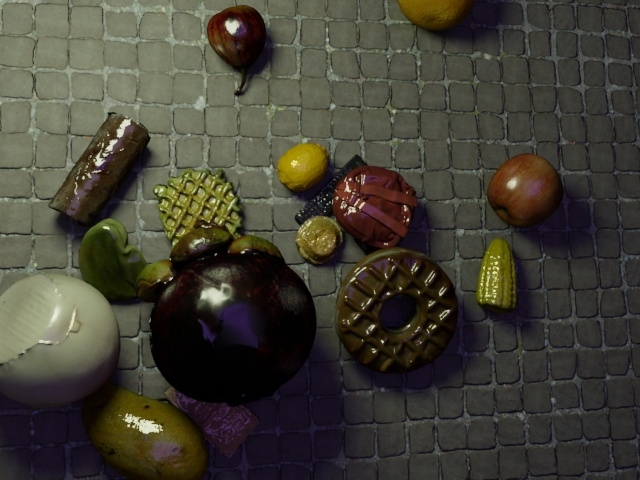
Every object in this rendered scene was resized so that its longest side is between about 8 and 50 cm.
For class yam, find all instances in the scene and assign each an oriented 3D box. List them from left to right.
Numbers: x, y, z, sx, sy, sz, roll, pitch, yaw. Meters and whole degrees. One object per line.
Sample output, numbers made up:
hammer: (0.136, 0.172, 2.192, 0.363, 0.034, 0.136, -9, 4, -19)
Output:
yam: (-0.526, -0.168, 1.747, 0.131, 0.131, 0.279, 32, 80, -6)

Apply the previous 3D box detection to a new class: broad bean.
broad bean: (-0.495, 0.054, 1.735, 0.153, 0.072, 0.206, -17, 102, 3)

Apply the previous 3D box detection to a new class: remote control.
remote control: (0.033, -0.125, 1.907, 0.063, 0.025, 0.245, 46, 77, -4)

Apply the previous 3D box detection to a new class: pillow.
pillow: (-0.264, 0.412, 1.775, 0.126, 0.043, 0.232, -44, 96, -8)

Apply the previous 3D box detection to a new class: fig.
fig: (-0.203, -0.505, 1.837, 0.148, 0.149, 0.202, -23, 79, 5)

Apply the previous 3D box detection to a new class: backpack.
backpack: (0.134, -0.089, 1.863, 0.229, 0.139, 0.229, 1, 87, -16)

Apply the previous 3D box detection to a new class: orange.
orange: (0.309, -0.676, 1.932, 0.236, 0.236, 0.236, 1, 83, -11)

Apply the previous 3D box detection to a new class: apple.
apple: (0.541, -0.130, 1.930, 0.174, 0.188, 0.188, -44, 93, -8)

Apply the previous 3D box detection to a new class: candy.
candy: (0.472, 0.090, 1.940, 0.106, 0.094, 0.199, 10, 74, -9)

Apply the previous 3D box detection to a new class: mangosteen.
mangosteen: (-0.221, 0.168, 1.643, 0.381, 0.381, 0.421, -37, 92, -13)

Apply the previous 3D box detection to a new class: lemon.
lemon: (-0.042, -0.189, 1.855, 0.155, 0.114, 0.114, -34, 91, -21)

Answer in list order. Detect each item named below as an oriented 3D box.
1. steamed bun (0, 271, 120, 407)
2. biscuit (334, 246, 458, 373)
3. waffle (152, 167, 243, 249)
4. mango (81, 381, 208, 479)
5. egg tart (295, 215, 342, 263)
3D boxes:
steamed bun: (-0.577, 0.238, 1.626, 0.309, 0.309, 0.309, 1, 83, -11)
biscuit: (0.190, 0.178, 1.830, 0.332, 0.103, 0.332, -3, 103, -13)
waffle: (-0.297, -0.074, 1.818, 0.204, 0.054, 0.223, -17, 89, -13)
mango: (-0.410, 0.457, 1.680, 0.329, 0.175, 0.176, 29, 34, -7)
egg tart: (0.000, 0.000, 1.860, 0.129, 0.049, 0.129, -2, 97, -16)
